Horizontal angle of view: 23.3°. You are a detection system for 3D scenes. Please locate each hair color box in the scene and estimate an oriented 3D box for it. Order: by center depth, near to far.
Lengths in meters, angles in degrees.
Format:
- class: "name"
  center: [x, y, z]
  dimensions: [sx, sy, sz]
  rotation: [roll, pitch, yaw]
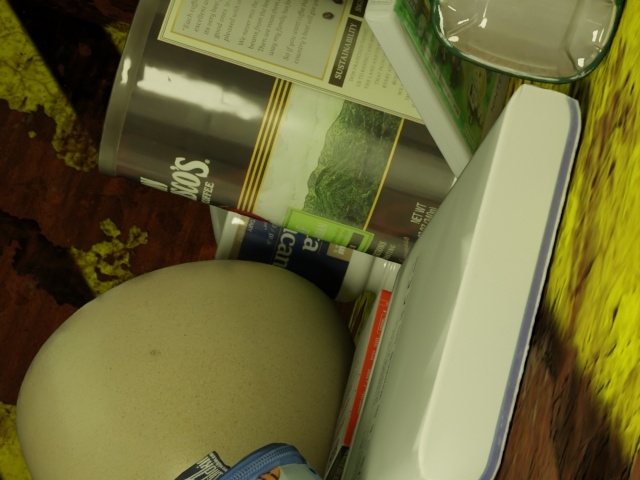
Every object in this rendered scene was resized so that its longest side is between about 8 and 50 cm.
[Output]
- class: "hair color box"
  center: [0.041, 0.114, 1.138]
  dimensions: [0.072, 0.043, 0.141]
  rotation: [111, 177, -52]

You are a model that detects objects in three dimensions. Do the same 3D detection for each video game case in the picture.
- class: "video game case"
  center: [0.095, -0.170, 1.036]
  dimensions: [0.212, 0.023, 0.193]
  rotation: [52, -131, -56]

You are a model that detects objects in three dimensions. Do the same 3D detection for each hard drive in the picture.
- class: "hard drive"
  center: [0.069, 0.065, 0.906]
  dimensions: [0.318, 0.040, 0.210]
  rotation: [115, 172, -72]

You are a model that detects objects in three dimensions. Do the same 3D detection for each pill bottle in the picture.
- class: "pill bottle"
  center: [0.000, 0.000, 1.364]
  dimensions: [0.094, 0.169, 0.094]
  rotation: [-163, 90, -87]

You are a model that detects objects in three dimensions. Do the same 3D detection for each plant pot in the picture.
- class: "plant pot"
  center: [-0.078, 0.183, 1.207]
  dimensions: [0.191, 0.284, 0.284]
  rotation: [-117, 38, -47]

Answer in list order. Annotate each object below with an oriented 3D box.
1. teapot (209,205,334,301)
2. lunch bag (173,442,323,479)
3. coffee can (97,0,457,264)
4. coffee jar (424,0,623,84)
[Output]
- class: "teapot"
  center: [0.010, -0.055, 1.566]
  dimensions: [0.256, 0.187, 0.252]
  rotation: [-154, 60, -61]
- class: "lunch bag"
  center: [-0.087, 0.249, 0.929]
  dimensions: [0.243, 0.115, 0.303]
  rotation: [-35, -21, -17]
- class: "coffee can"
  center: [-0.015, -0.108, 1.235]
  dimensions: [0.201, 0.275, 0.201]
  rotation: [-163, 90, -88]
- class: "coffee jar"
  center: [0.107, -0.141, 0.862]
  dimensions: [0.184, 0.096, 0.079]
  rotation: [-85, 11, -76]
